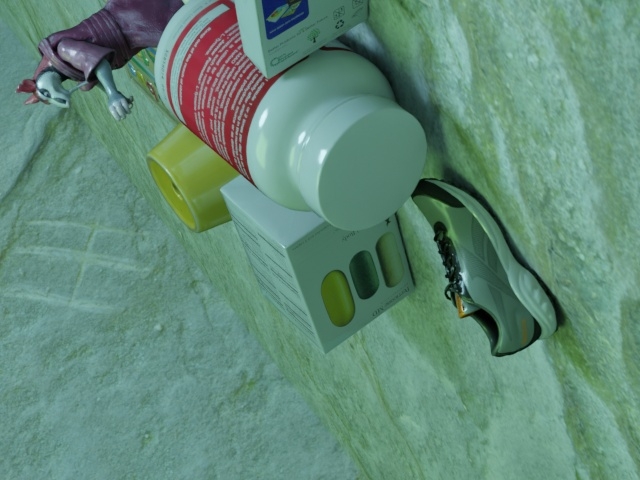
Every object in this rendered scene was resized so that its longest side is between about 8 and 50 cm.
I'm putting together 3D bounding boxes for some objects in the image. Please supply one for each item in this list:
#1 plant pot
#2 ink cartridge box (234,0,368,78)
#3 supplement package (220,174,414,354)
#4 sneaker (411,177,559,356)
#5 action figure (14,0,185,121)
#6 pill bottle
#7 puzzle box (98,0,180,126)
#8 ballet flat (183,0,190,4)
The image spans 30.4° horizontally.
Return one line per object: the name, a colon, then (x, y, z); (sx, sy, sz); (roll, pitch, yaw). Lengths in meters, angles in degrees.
plant pot: (-0.159, -0.141, 2.038); (0.254, 0.239, 0.254); (49, 162, 21)
ink cartridge box: (-0.027, -0.344, 1.368); (0.065, 0.165, 0.332); (50, 163, 25)
supplement package: (0.000, 0.000, 1.916); (0.198, 0.199, 0.262); (41, 159, 42)
sneaker: (0.200, 0.032, 1.560); (0.271, 0.108, 0.100); (55, 166, 10)
action figure: (-0.350, -0.344, 1.955); (0.275, 0.370, 0.248); (64, 161, -12)
pill bottle: (-0.043, -0.183, 1.622); (0.408, 0.229, 0.229); (41, 159, 44)
puzzle box: (-0.318, -0.341, 2.459); (0.409, 0.052, 0.272); (45, 161, 35)
ballet flat: (-0.203, -0.442, 1.876); (0.248, 0.086, 0.086); (55, 165, 7)
